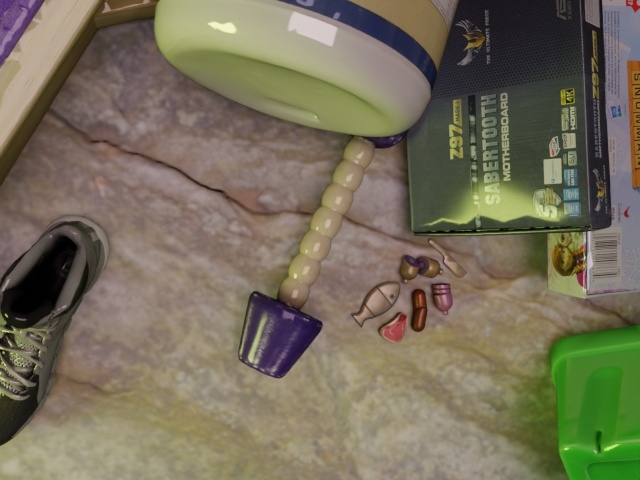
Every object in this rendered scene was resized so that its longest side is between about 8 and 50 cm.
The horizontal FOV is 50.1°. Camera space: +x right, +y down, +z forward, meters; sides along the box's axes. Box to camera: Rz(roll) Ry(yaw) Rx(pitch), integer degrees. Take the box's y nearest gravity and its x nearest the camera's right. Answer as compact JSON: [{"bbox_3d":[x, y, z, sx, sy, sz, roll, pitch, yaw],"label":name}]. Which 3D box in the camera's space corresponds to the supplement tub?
[{"bbox_3d":[0.016,-0.266,0.555,0.228,0.228,0.316,17,88,-12],"label":"supplement tub"}]

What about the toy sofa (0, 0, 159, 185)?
[{"bbox_3d":[-0.286,-0.121,0.566,0.177,0.150,0.363,31,85,-11],"label":"toy sofa"}]

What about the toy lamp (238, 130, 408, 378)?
[{"bbox_3d":[0.000,0.000,0.666,0.080,0.080,0.275,27,86,-11],"label":"toy lamp"}]

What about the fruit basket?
[{"bbox_3d":[0.433,0.236,0.711,0.392,0.282,0.392,25,56,-45],"label":"fruit basket"}]

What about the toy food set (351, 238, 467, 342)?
[{"bbox_3d":[0.099,0.060,0.717,0.078,0.019,0.122,44,83,-10],"label":"toy food set"}]

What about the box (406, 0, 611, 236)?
[{"bbox_3d":[0.170,-0.122,0.650,0.059,0.183,0.233,-4,93,-48],"label":"box"}]

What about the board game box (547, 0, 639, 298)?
[{"bbox_3d":[0.383,-0.112,0.704,0.317,0.066,0.319,-2,94,-17],"label":"board game box"}]

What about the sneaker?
[{"bbox_3d":[-0.260,0.081,0.583,0.086,0.132,0.229,24,86,-11],"label":"sneaker"}]
